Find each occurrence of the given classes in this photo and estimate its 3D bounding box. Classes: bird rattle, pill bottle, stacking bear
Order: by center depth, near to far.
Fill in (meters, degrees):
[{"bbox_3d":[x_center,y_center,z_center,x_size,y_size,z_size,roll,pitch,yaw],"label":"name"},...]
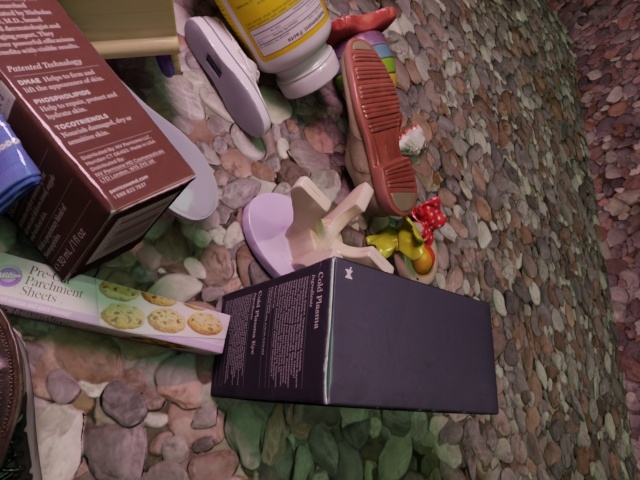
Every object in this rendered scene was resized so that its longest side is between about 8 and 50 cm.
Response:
[{"bbox_3d":[-0.095,-0.464,0.835,0.334,0.188,0.188,56,46,-38],"label":"pill bottle"},{"bbox_3d":[0.122,-0.386,1.047,0.175,0.164,0.289,-21,101,-17],"label":"stacking bear"},{"bbox_3d":[0.231,0.013,1.049,0.253,0.143,0.206,-25,103,-54],"label":"bird rattle"}]

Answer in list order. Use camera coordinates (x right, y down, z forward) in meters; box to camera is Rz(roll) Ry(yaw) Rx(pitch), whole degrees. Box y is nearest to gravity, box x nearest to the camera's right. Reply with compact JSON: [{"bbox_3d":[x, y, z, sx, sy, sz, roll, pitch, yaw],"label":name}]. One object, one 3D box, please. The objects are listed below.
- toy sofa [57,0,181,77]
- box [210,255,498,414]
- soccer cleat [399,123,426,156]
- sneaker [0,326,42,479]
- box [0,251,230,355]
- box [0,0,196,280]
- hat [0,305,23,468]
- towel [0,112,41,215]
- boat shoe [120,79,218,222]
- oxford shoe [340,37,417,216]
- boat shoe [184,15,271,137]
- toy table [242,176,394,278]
[{"bbox_3d":[-0.332,-0.429,0.664,0.150,0.177,0.362,-12,65,-19],"label":"toy sofa"},{"bbox_3d":[0.050,0.178,0.689,0.343,0.312,0.178,17,64,-33],"label":"box"},{"bbox_3d":[0.239,-0.259,1.155,0.196,0.068,0.076,-39,103,-43],"label":"soccer cleat"},{"bbox_3d":[-0.372,0.222,0.472,0.100,0.108,0.271,-5,80,-43],"label":"sneaker"},{"bbox_3d":[-0.290,0.103,0.606,0.324,0.063,0.067,24,59,-31],"label":"box"},{"bbox_3d":[-0.355,-0.161,0.520,0.381,0.191,0.143,52,38,-3],"label":"box"},{"bbox_3d":[-0.454,0.146,0.348,0.331,0.134,0.331,3,77,-13],"label":"hat"},{"bbox_3d":[-0.472,-0.138,0.442,0.336,0.243,0.040,56,16,-8],"label":"towel"},{"bbox_3d":[-0.292,-0.140,0.663,0.306,0.105,0.113,42,57,-12],"label":"boat shoe"},{"bbox_3d":[0.096,-0.240,0.952,0.140,0.147,0.396,-16,96,-38],"label":"oxford shoe"},{"bbox_3d":[-0.162,-0.331,0.837,0.084,0.095,0.258,-36,100,-36],"label":"boat shoe"},{"bbox_3d":[0.000,0.000,0.806,0.274,0.161,0.252,34,54,-27],"label":"toy table"}]
